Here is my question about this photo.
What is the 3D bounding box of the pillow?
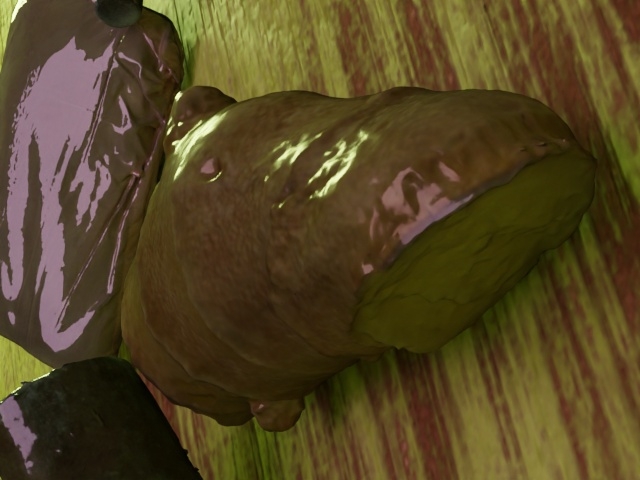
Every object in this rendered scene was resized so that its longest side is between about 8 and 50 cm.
[{"bbox_3d":[-0.181,-0.046,1.140,0.173,0.067,0.270,14,91,34],"label":"pillow"}]

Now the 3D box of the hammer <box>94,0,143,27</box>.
[{"bbox_3d":[-0.056,-0.270,1.041,0.290,0.037,0.137,-42,33,38],"label":"hammer"}]

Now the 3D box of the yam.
[{"bbox_3d":[-0.090,0.184,0.883,0.106,0.106,0.259,-42,73,45],"label":"yam"}]

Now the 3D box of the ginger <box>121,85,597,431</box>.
[{"bbox_3d":[0.000,0.000,0.808,0.354,0.126,0.190,-14,89,52],"label":"ginger"}]
